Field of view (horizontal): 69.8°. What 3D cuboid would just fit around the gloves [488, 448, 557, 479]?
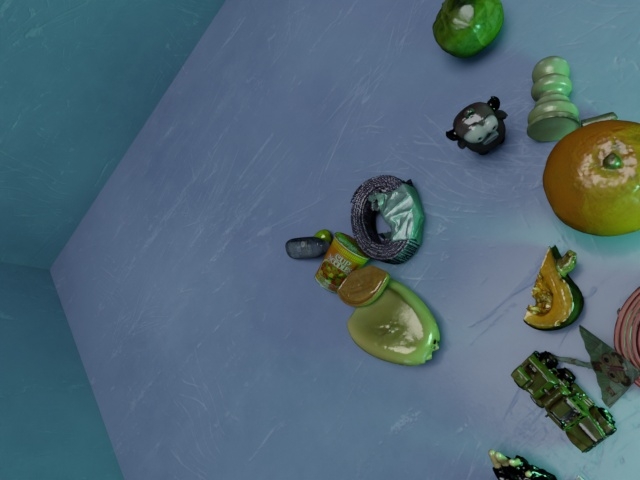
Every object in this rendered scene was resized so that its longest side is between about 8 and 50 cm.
[{"bbox_3d":[0.535,0.644,1.222,0.164,0.124,0.203,-36,57,0],"label":"gloves"}]

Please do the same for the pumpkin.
[{"bbox_3d":[0.668,0.137,1.274,0.125,0.130,0.248,15,90,45],"label":"pumpkin"}]

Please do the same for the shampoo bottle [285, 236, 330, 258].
[{"bbox_3d":[-0.053,0.028,1.800,0.233,0.049,0.087,-7,104,51],"label":"shampoo bottle"}]

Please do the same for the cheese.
[{"bbox_3d":[0.248,0.285,1.520,0.315,0.128,0.260,35,95,34],"label":"cheese"}]

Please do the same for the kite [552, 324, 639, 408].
[{"bbox_3d":[0.703,0.326,1.186,0.250,0.012,0.230,-14,94,68],"label":"kite"}]

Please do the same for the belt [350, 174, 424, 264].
[{"bbox_3d":[0.236,-0.076,1.634,0.260,0.122,0.325,-25,63,32],"label":"belt"}]

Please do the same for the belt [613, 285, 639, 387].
[{"bbox_3d":[0.858,0.219,1.125,0.227,0.115,0.324,18,87,36],"label":"belt"}]

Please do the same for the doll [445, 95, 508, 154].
[{"bbox_3d":[0.501,-0.348,1.442,0.182,0.257,0.117,-38,66,20],"label":"doll"}]

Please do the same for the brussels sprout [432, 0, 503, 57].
[{"bbox_3d":[0.511,-0.774,1.592,0.219,0.210,0.272,-38,44,46],"label":"brussels sprout"}]

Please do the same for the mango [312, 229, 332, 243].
[{"bbox_3d":[0.000,0.000,1.815,0.108,0.056,0.074,-30,66,38],"label":"mango"}]

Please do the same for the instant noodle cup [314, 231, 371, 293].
[{"bbox_3d":[0.073,0.088,1.689,0.168,0.168,0.185,46,111,34],"label":"instant noodle cup"}]

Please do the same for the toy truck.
[{"bbox_3d":[0.631,0.422,1.209,0.257,0.127,0.127,50,115,29],"label":"toy truck"}]

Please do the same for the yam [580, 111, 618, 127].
[{"bbox_3d":[0.822,-0.349,1.355,0.094,0.043,0.043,-13,70,30],"label":"yam"}]

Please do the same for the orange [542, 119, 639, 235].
[{"bbox_3d":[0.750,-0.164,1.198,0.311,0.312,0.313,-10,71,32],"label":"orange"}]

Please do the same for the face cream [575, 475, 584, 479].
[{"bbox_3d":[0.706,0.650,1.167,0.115,0.020,0.038,26,93,39],"label":"face cream"}]

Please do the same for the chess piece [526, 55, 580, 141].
[{"bbox_3d":[0.713,-0.449,1.411,0.144,0.144,0.252,-4,68,34],"label":"chess piece"}]

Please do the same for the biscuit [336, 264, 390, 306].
[{"bbox_3d":[0.142,0.158,1.569,0.220,0.028,0.142,-20,53,38],"label":"biscuit"}]
